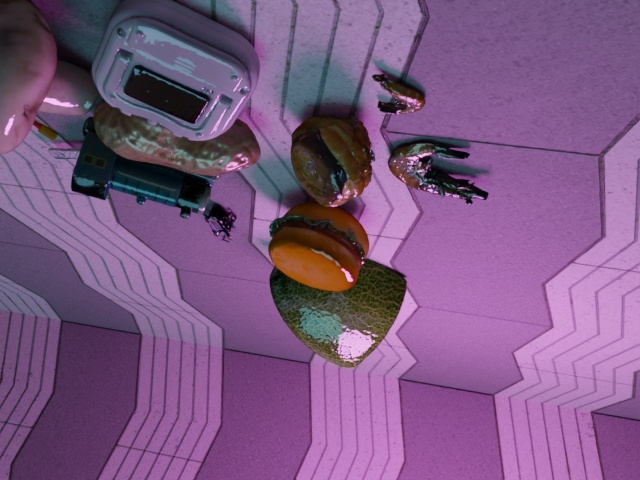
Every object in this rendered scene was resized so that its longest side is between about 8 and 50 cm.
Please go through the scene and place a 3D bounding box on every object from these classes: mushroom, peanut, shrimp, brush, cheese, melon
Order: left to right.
[{"bbox_3d":[-0.552,-0.278,1.310,0.315,0.314,0.336,-3,174,33],"label":"mushroom"},{"bbox_3d":[-0.631,-0.253,1.693,0.021,0.018,0.083,8,161,35],"label":"brush"},{"bbox_3d":[-0.519,-0.198,1.724,0.252,0.054,0.127,3,153,22],"label":"cheese"},{"bbox_3d":[-0.274,-0.210,1.460,0.325,0.140,0.153,11,138,-5],"label":"peanut"},{"bbox_3d":[0.025,0.160,2.115,0.344,0.226,0.331,23,116,-25],"label":"melon"},{"bbox_3d":[0.121,-0.251,1.297,0.091,0.025,0.127,-9,152,45],"label":"shrimp"},{"bbox_3d":[0.242,-0.136,1.483,0.217,0.051,0.150,18,150,-4],"label":"shrimp"}]

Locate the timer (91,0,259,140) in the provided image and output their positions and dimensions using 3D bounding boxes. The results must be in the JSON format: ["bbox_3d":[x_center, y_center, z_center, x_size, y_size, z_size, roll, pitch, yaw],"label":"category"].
[{"bbox_3d":[-0.246,-0.281,1.274,0.262,0.087,0.237,22,138,-20],"label":"timer"}]

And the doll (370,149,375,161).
[{"bbox_3d":[0.053,-0.168,1.515,0.114,0.039,0.057,0,-162,9],"label":"doll"}]

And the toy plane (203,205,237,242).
[{"bbox_3d":[-0.261,-0.044,1.968,0.078,0.053,0.197,14,158,18],"label":"toy plane"}]

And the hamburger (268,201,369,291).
[{"bbox_3d":[0.002,0.001,1.773,0.246,0.170,0.246,19,152,11],"label":"hamburger"}]

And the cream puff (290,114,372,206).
[{"bbox_3d":[0.028,-0.160,1.418,0.189,0.129,0.189,40,149,29],"label":"cream puff"}]

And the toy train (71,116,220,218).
[{"bbox_3d":[-0.358,-0.153,1.562,0.298,0.194,0.120,17,156,-12],"label":"toy train"}]
